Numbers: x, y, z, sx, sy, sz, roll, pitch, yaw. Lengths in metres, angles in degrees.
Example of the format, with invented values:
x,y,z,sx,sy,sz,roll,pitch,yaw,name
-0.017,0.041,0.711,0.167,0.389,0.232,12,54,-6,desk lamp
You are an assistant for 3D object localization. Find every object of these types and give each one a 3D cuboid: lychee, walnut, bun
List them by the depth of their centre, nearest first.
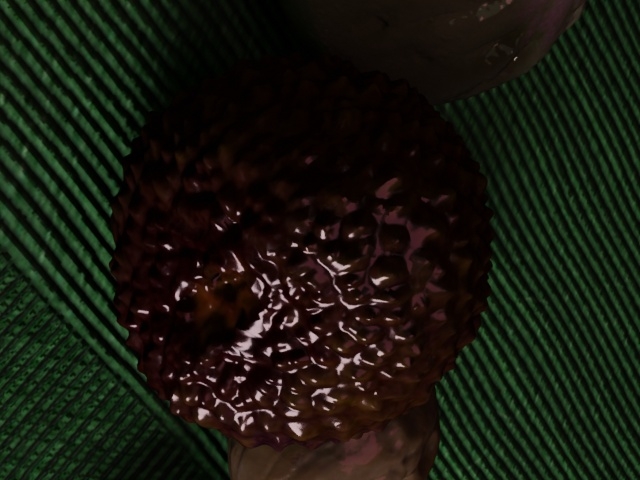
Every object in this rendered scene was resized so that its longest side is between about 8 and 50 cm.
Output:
x,y,z,sx,sy,sz,roll,pitch,yaw,name
0.000,0.000,1.136,0.271,0.271,0.271,-19,119,-38,lychee
0.105,-0.222,1.174,0.293,0.187,0.293,-22,123,-38,bun
0.009,0.134,1.263,0.162,0.140,0.140,-57,137,-27,walnut
